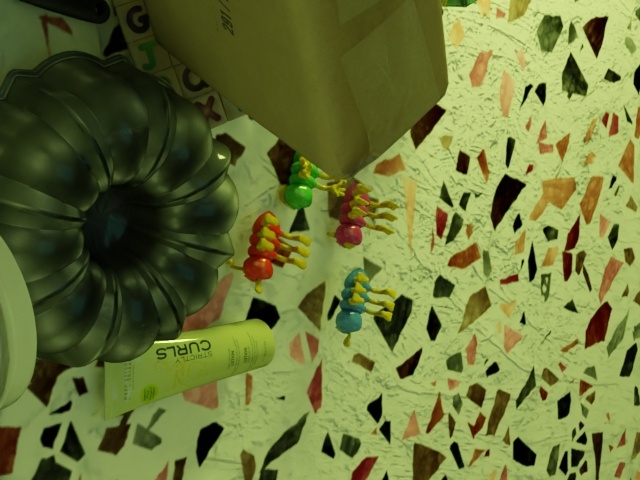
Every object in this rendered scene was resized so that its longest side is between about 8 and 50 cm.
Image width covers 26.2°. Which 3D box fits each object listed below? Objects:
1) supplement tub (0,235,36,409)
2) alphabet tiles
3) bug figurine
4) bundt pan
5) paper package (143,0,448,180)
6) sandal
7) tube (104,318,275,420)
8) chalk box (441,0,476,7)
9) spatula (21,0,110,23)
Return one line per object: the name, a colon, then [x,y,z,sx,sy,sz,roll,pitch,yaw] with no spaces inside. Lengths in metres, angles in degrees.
supplement tub: [-0.422,0.100,1.105,0.331,0.241,0.241,-23,116,-47]
alphabet tiles: [-0.098,-0.236,1.503,0.237,0.009,0.198,-24,108,-20]
bug figurine: [0.000,0.000,1.750,0.279,0.072,0.216,34,66,-45]
bundt pan: [-0.214,-0.021,1.382,0.330,0.124,0.331,-12,110,-37]
paper package: [-0.047,-0.273,1.290,0.168,0.309,0.325,-39,145,-20]
sandal: [-0.167,-0.218,1.506,0.072,0.049,0.180,-1,99,-25]
tube: [-0.156,0.142,1.600,0.240,0.062,0.070,-9,65,-45]
chalk box: [0.158,-0.426,1.803,0.132,0.132,0.213,-35,124,-43]
spatula: [-0.315,-0.256,1.327,0.296,0.030,0.084,11,81,-52]
